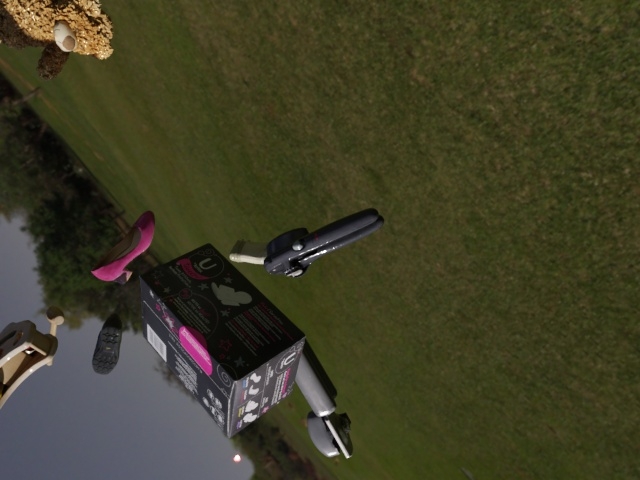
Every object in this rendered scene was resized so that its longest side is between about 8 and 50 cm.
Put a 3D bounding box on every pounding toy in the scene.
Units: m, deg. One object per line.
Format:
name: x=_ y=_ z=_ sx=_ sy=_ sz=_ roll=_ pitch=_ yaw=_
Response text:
pounding toy: x=-0.673 y=0.283 z=1.381 sx=0.154 sy=0.269 sz=0.155 roll=10 pitch=150 yaw=47

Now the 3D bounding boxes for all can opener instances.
can opener: x=0.000 y=0.000 z=0.831 sx=0.059 sy=0.186 sz=0.073 roll=16 pitch=-126 yaw=-63
can opener: x=-0.018 y=0.310 z=1.152 sx=0.283 sy=0.095 sz=0.076 roll=61 pitch=-167 yaw=-17

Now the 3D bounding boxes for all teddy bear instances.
teddy bear: x=-0.630 y=-0.480 z=1.296 sx=0.338 sy=0.245 sz=0.113 roll=29 pitch=-149 yaw=-3

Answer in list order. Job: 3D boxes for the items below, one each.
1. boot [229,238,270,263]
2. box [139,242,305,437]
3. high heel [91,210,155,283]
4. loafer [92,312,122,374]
boot: x=-0.180 y=0.028 z=1.893 sx=0.213 sy=0.165 sz=0.077 roll=-41 pitch=-46 yaw=-67
box: x=-0.161 y=0.154 z=0.955 sx=0.247 sy=0.142 sz=0.163 roll=41 pitch=139 yaw=27
high heel: x=-0.586 y=0.008 z=1.773 sx=0.082 sy=0.244 sz=0.117 roll=27 pitch=176 yaw=35
loafer: x=-0.640 y=0.317 z=1.803 sx=0.076 sy=0.223 sz=0.078 roll=15 pitch=-149 yaw=-14
